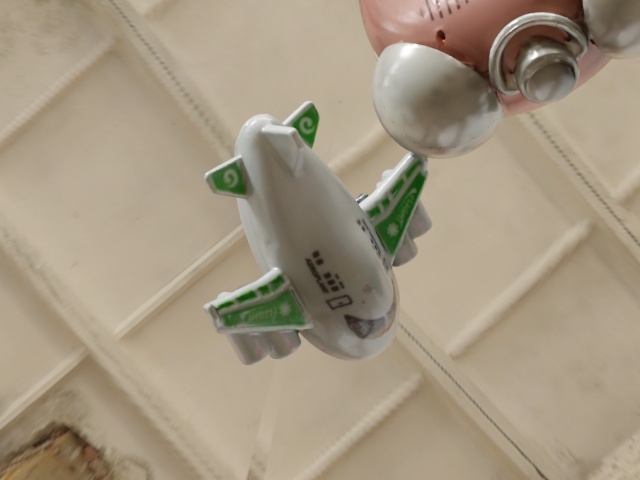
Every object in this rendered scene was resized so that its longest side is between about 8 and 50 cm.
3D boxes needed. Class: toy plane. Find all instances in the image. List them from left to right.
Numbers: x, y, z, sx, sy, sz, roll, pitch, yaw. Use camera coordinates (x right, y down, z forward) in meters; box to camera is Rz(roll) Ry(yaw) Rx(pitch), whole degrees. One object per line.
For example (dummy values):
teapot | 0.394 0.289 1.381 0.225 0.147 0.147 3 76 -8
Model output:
toy plane | -0.002 0.000 0.921 0.174 0.080 0.174 -6 -79 -32

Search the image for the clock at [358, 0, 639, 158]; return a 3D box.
clock | 0.088 -0.130 0.757 0.166 0.162 0.093 -29 -43 12
